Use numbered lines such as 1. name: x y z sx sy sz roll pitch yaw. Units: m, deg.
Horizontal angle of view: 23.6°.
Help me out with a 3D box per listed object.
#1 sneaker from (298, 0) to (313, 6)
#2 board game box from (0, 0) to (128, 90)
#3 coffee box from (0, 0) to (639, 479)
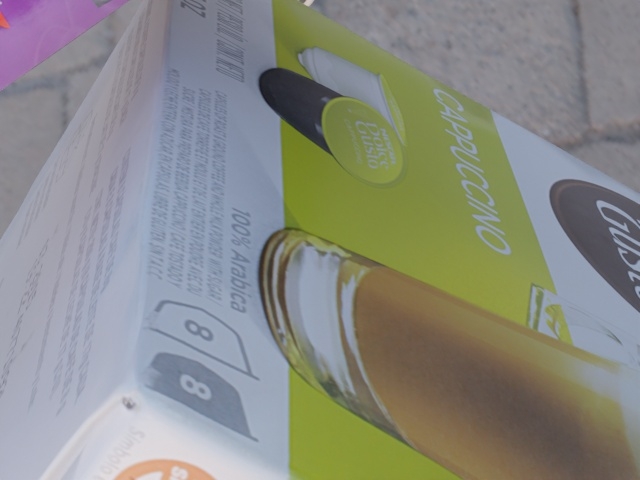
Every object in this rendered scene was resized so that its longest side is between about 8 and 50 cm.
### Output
1. sneaker: -0.085 -0.274 1.286 0.292 0.110 0.118 21 64 38
2. board game box: -0.080 -0.157 0.525 0.346 0.056 0.208 -34 46 6
3. coffee box: 0.001 0.147 0.611 0.338 0.334 0.338 -54 19 25
